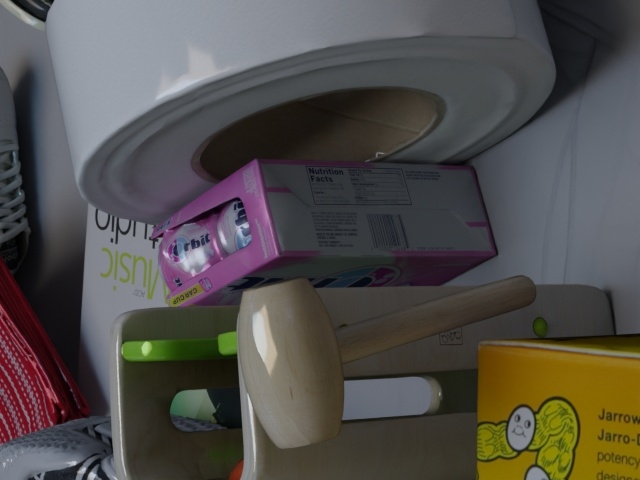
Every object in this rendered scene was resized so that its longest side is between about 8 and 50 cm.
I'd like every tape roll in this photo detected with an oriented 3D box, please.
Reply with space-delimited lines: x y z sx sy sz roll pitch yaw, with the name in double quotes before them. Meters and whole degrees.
"tape roll" -0.010 -0.102 1.070 0.286 0.286 0.100 -30 67 45

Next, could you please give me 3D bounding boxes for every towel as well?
"towel" -0.271 0.104 1.476 0.199 0.031 0.275 59 149 12

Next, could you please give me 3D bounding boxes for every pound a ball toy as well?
"pound a ball toy" 0.039 0.092 0.984 0.208 0.319 0.135 -9 83 49

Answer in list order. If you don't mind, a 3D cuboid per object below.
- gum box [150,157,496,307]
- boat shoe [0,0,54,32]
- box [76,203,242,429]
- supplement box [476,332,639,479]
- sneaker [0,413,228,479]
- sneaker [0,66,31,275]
"gum box" 0.000 0.000 1.129 0.107 0.188 0.062 -30 67 45
"boat shoe" -0.239 -0.262 1.489 0.079 0.084 0.233 -50 52 38
"box" -0.089 0.048 1.333 0.232 0.058 0.322 11 100 49
"supplement box" 0.204 0.225 0.888 0.195 0.194 0.356 2 91 49
"sneaker" -0.057 0.237 1.179 0.366 0.137 0.210 9 100 25
"sneaker" -0.279 -0.037 1.546 0.095 0.090 0.235 24 116 39
